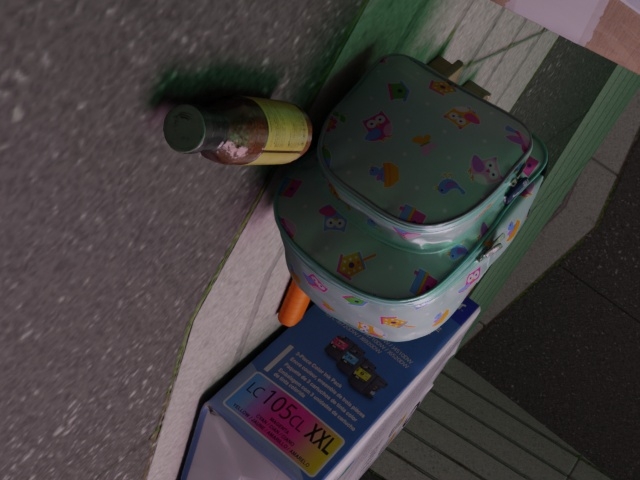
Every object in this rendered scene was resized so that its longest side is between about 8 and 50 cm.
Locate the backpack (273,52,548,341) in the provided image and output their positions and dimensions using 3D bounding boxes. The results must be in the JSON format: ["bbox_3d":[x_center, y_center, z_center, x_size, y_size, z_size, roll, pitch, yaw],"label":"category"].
[{"bbox_3d":[0.059,-0.029,0.681,0.188,0.166,0.144,-52,164,-13],"label":"backpack"}]

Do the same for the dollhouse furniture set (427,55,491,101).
[{"bbox_3d":[0.144,-0.109,0.871,0.182,0.101,0.161,-42,162,-32],"label":"dollhouse furniture set"}]

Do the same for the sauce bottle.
[{"bbox_3d":[-0.046,-0.064,0.534,0.042,0.042,0.128,-56,164,15],"label":"sauce bottle"}]

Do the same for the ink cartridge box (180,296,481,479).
[{"bbox_3d":[0.025,0.182,1.090,0.395,0.151,0.270,-37,160,-39],"label":"ink cartridge box"}]

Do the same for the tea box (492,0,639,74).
[{"bbox_3d":[0.270,-0.289,0.482,0.323,0.220,0.329,-58,170,-17],"label":"tea box"}]

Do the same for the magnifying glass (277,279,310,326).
[{"bbox_3d":[0.000,0.000,0.854,0.092,0.026,0.231,-38,158,-42],"label":"magnifying glass"}]
